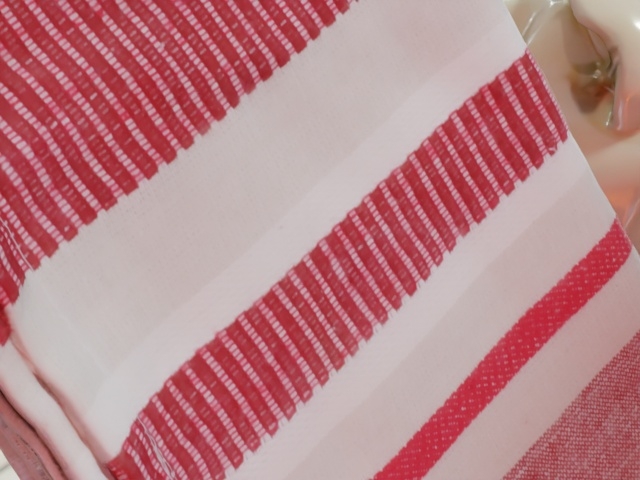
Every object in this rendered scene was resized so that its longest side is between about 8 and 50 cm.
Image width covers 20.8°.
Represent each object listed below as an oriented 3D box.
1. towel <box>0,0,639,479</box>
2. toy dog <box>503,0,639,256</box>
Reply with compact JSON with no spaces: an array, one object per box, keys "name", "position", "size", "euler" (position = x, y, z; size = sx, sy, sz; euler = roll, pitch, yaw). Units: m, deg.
[{"name":"towel","position":[0.000,0.000,0.518],"size":[0.237,0.037,0.329],"euler":[-44,111,-35]},{"name":"toy dog","position":[0.181,-0.050,1.152],"size":[0.408,0.284,0.395],"euler":[14,63,19]}]
